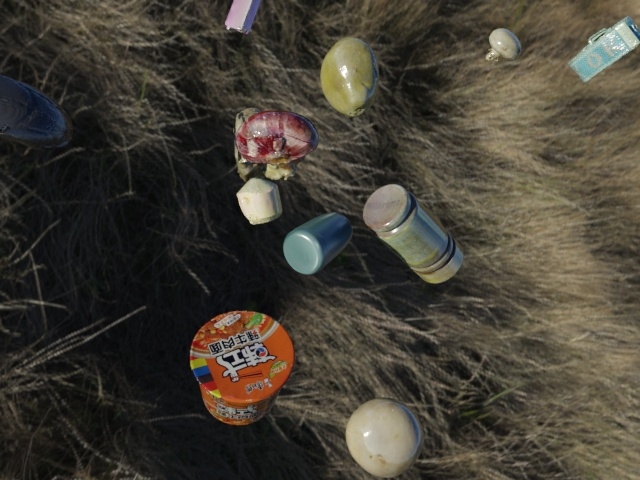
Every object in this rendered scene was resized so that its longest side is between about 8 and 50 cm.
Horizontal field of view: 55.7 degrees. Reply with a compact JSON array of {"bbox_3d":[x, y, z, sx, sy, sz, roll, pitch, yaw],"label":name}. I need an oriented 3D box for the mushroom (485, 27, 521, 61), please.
[{"bbox_3d":[0.419,-0.444,1.403,0.085,0.079,0.085,26,39,-24],"label":"mushroom"}]

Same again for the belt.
[{"bbox_3d":[0.652,-0.439,1.389,0.082,0.163,0.147,51,45,-1],"label":"belt"}]

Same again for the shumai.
[{"bbox_3d":[-0.166,-0.339,2.180,0.262,0.314,0.267,0,88,-2],"label":"shumai"}]

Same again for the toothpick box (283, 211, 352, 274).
[{"bbox_3d":[0.000,0.000,1.547,0.120,0.120,0.184,46,39,7],"label":"toothpick box"}]

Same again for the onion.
[{"bbox_3d":[-0.110,-0.264,1.445,0.205,0.098,0.151,-10,54,10],"label":"onion"}]

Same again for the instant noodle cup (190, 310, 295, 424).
[{"bbox_3d":[-0.198,0.326,1.502,0.250,0.192,0.250,6,49,-7],"label":"instant noodle cup"}]

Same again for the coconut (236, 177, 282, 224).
[{"bbox_3d":[-0.168,-0.115,1.678,0.116,0.116,0.122,-30,111,-43],"label":"coconut"}]

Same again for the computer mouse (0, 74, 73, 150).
[{"bbox_3d":[-0.581,-0.245,1.153,0.217,0.073,0.122,17,63,-26],"label":"computer mouse"}]

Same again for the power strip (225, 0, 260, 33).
[{"bbox_3d":[-0.239,-0.838,2.052,0.037,0.279,0.109,11,18,-47],"label":"power strip"}]

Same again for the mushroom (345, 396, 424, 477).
[{"bbox_3d":[0.173,0.512,1.604,0.204,0.204,0.204,17,49,-20],"label":"mushroom"}]

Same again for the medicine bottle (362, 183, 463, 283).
[{"bbox_3d":[0.261,-0.016,1.692,0.322,0.151,0.151,39,37,-40],"label":"medicine bottle"}]

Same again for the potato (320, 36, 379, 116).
[{"bbox_3d":[0.087,-0.478,1.776,0.160,0.178,0.235,-11,80,-20],"label":"potato"}]
